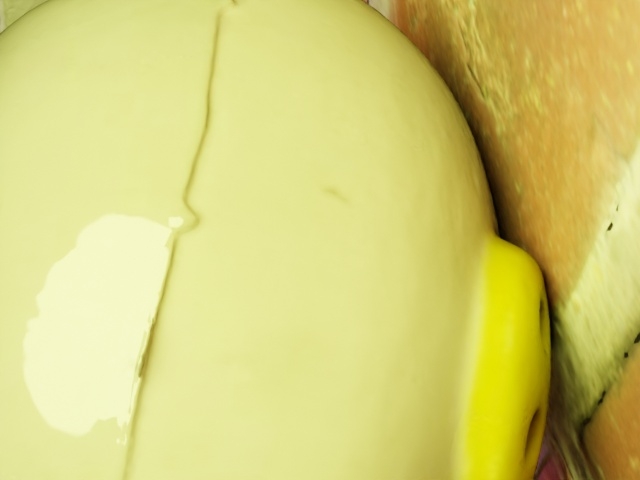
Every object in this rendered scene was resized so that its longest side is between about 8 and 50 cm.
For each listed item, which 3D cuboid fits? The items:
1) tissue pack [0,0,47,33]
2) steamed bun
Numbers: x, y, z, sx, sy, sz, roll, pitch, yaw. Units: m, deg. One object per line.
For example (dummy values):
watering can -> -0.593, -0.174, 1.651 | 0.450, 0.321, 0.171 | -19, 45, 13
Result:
tissue pack -> -0.130, -0.115, 1.223 | 0.160, 0.242, 0.338 | -113, 8, -46
steamed bun -> -0.063, 0.053, 0.646 | 0.334, 0.334, 0.374 | 89, -168, -72
